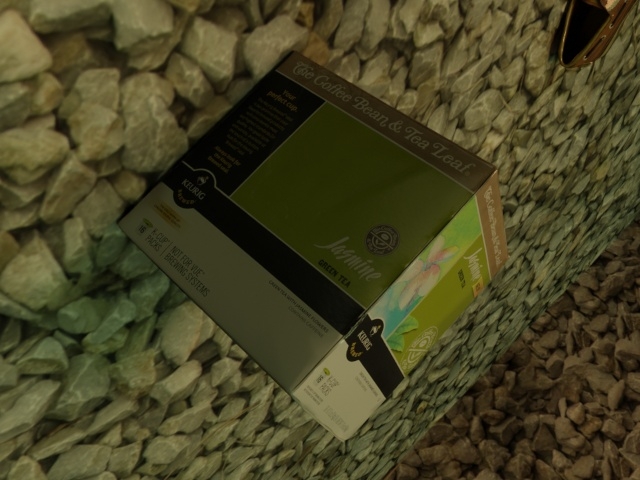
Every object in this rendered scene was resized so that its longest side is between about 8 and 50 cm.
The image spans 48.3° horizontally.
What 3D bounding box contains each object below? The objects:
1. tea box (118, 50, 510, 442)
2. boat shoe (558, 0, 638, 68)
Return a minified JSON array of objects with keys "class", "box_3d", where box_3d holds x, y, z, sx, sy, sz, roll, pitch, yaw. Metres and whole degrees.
[{"class":"tea box","box_3d":[0.000,0.000,0.879,0.323,0.329,0.220,-46,148,-9]},{"class":"boat shoe","box_3d":[0.527,-0.455,1.314,0.104,0.111,0.307,-30,143,-33]}]
